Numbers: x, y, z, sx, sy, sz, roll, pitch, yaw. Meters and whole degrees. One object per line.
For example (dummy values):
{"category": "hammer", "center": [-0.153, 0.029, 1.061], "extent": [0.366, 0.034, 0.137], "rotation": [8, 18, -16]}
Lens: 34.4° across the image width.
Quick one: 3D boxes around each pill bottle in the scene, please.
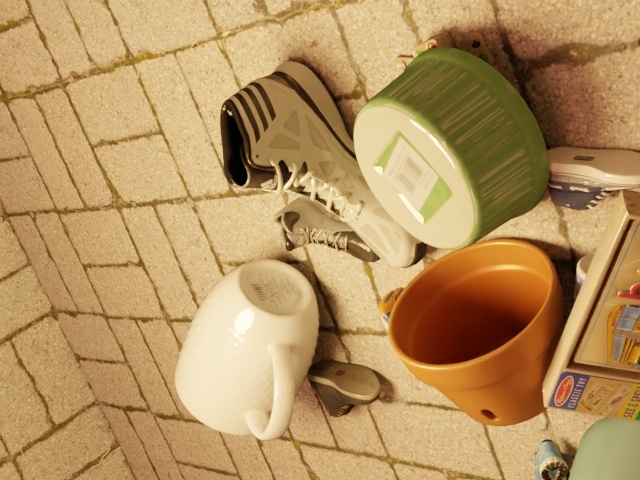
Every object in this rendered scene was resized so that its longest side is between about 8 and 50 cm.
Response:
{"category": "pill bottle", "center": [0.436, 0.095, 1.625], "extent": [0.078, 0.078, 0.137], "rotation": [25, 134, 35]}

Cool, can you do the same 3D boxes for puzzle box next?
{"category": "puzzle box", "center": [0.497, 0.114, 1.465], "extent": [0.272, 0.052, 0.409], "rotation": [9, 133, 1]}

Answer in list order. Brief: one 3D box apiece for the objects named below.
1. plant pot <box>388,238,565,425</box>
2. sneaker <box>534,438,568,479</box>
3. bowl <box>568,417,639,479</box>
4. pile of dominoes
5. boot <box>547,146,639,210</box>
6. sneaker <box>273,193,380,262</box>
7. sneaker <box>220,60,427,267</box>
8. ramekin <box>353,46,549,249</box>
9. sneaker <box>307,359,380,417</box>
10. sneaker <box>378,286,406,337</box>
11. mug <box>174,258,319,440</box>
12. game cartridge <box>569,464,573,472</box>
{"category": "plant pot", "center": [0.284, 0.166, 1.712], "extent": [0.291, 0.291, 0.203], "rotation": [6, 139, 46]}
{"category": "sneaker", "center": [0.425, 0.421, 1.914], "extent": [0.162, 0.063, 0.073], "rotation": [84, 180, -51]}
{"category": "bowl", "center": [0.513, 0.452, 1.654], "extent": [0.311, 0.163, 0.311], "rotation": [28, 135, 31]}
{"category": "pile of dominoes", "center": [0.222, -0.207, 1.670], "extent": [0.196, 0.040, 0.251], "rotation": [-15, 105, 52]}
{"category": "boot", "center": [0.415, -0.085, 1.530], "extent": [0.190, 0.069, 0.086], "rotation": [18, 137, 51]}
{"category": "sneaker", "center": [0.000, 0.000, 2.003], "extent": [0.229, 0.132, 0.086], "rotation": [32, 137, 30]}
{"category": "sneaker", "center": [-0.021, -0.093, 1.850], "extent": [0.447, 0.257, 0.169], "rotation": [52, 144, 6]}
{"category": "ramekin", "center": [0.191, -0.131, 1.608], "extent": [0.303, 0.148, 0.303], "rotation": [41, 153, 27]}
{"category": "sneaker", "center": [0.068, 0.334, 2.239], "extent": [0.222, 0.083, 0.118], "rotation": [12, 132, 55]}
{"category": "sneaker", "center": [0.240, 0.201, 1.932], "extent": [0.296, 0.112, 0.131], "rotation": [37, 157, 27]}
{"category": "mug", "center": [-0.130, 0.244, 2.180], "extent": [0.374, 0.276, 0.328], "rotation": [-110, 32, -41]}
{"category": "game cartridge", "center": [0.570, 0.413, 1.739], "extent": [0.196, 0.060, 0.294], "rotation": [47, 143, 6]}
